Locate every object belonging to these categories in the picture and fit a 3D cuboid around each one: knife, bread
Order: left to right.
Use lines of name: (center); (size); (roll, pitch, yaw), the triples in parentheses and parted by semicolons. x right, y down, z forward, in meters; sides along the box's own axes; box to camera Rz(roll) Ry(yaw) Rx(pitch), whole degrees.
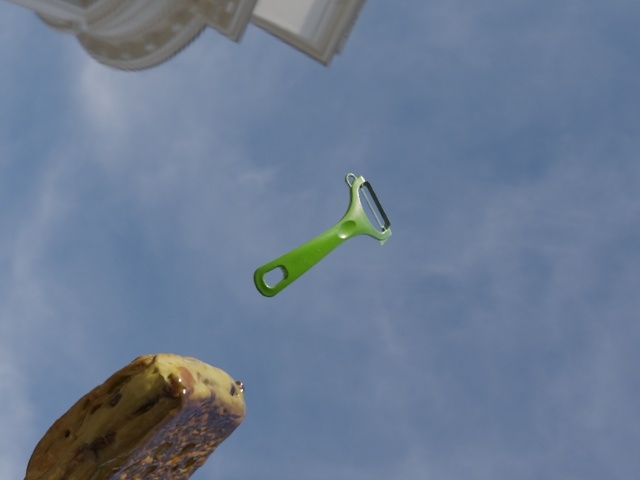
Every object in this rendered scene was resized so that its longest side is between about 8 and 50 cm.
bread: (-0.208, 0.221, 1.113); (0.235, 0.210, 0.099); (-44, -114, 3)
knife: (0.002, -0.001, 0.945); (0.023, 0.166, 0.078); (-21, -79, 56)
